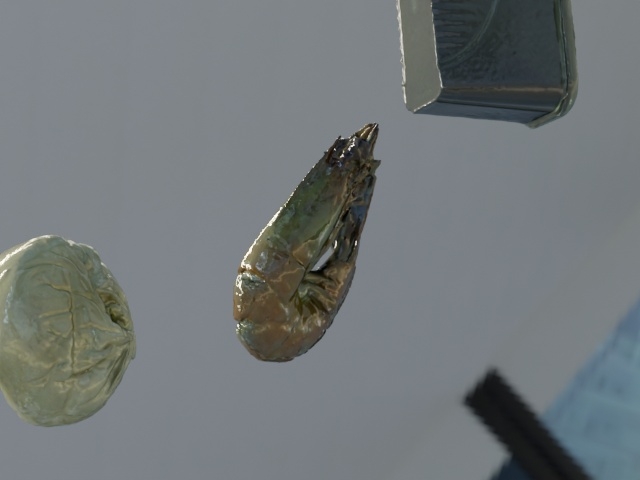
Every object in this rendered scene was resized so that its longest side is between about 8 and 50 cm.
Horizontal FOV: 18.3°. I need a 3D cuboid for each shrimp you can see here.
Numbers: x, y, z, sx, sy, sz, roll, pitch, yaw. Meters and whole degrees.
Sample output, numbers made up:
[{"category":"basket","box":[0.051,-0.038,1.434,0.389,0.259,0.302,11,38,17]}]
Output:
[{"category":"shrimp","box":[0.000,0.000,1.943,0.145,0.061,0.267,40,-114,-43]}]

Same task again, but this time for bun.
[{"category":"bun","box":[-0.298,0.100,2.319,0.229,0.145,0.229,-12,-90,-79]}]

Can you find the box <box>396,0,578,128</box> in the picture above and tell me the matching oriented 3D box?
[{"category":"box","box":[0.188,-0.271,2.309,0.138,0.178,0.274,153,113,-64]}]
